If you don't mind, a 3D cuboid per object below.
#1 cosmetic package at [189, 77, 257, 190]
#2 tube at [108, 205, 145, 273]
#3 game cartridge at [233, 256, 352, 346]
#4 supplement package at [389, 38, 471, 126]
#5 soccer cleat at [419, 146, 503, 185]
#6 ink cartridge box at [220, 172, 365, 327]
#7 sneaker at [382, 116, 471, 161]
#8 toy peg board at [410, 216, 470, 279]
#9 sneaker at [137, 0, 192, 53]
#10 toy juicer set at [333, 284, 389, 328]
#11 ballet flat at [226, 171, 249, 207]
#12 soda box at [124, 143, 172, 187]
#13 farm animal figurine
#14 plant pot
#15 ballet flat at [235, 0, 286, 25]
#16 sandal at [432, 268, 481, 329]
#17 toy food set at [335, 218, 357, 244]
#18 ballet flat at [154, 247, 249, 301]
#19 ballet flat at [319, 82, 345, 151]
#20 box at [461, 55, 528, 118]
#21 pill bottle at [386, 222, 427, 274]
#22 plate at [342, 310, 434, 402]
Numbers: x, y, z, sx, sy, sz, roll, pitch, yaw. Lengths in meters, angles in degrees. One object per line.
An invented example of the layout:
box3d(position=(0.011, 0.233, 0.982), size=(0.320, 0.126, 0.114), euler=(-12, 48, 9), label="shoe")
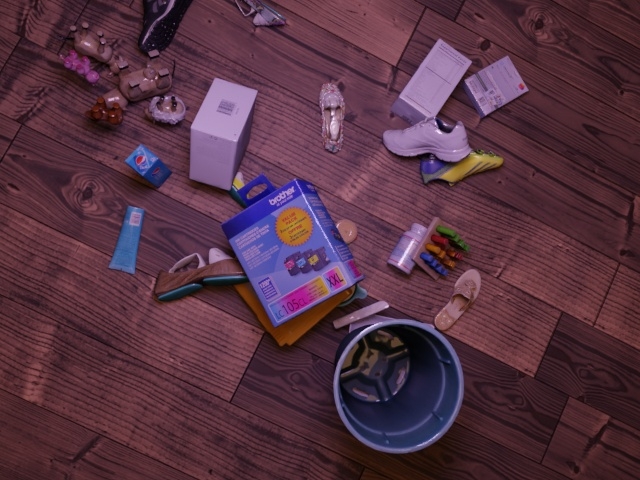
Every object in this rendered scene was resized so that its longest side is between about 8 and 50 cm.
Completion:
box3d(position=(-0.293, -0.315, 1.535), size=(0.138, 0.224, 0.223), euler=(16, 54, -4), label="cosmetic package")
box3d(position=(-0.600, -0.004, 1.608), size=(0.080, 0.052, 0.206), euler=(14, 90, 0), label="tube")
box3d(position=(-0.109, 0.125, 1.571), size=(0.285, 0.053, 0.323), euler=(-43, 78, 15), label="game cartridge")
box3d(position=(0.363, -0.511, 1.703), size=(0.139, 0.134, 0.244), euler=(35, 83, -3), label="supplement package")
box3d(position=(0.473, -0.246, 1.732), size=(0.290, 0.093, 0.121), euler=(-5, 112, -10), label="soccer cleat")
box3d(position=(-0.094, 0.006, 1.463), size=(0.270, 0.151, 0.395), euler=(-31, 82, 14), label="ink cartridge box")
box3d(position=(0.336, -0.339, 1.643), size=(0.297, 0.129, 0.111), euler=(10, 45, 30), label="sneaker")
box3d(position=(0.396, 0.036, 1.655), size=(0.161, 0.079, 0.160), euler=(38, 81, -39), label="toy peg board")
box3d(position=(-0.524, -0.732, 1.654), size=(0.124, 0.107, 0.283), euler=(26, 80, 11), label="sneaker")
box3d(position=(0.028, 0.165, 1.601), size=(0.329, 0.089, 0.209), euler=(45, 101, 0), label="toy juicer set")
box3d(position=(-0.298, -0.205, 1.644), size=(0.231, 0.077, 0.077), euler=(39, 66, 0), label="ballet flat")
box3d(position=(-0.513, -0.220, 1.548), size=(0.067, 0.210, 0.071), euler=(40, 84, -2), label="soda box")
box3d(position=(-0.609, -0.493, 1.590), size=(0.327, 0.172, 0.329), euler=(-11, 79, -19), label="farm animal figurine")
box3d(position=(0.184, 0.383, 1.474), size=(0.342, 0.334, 0.340), euler=(0, 86, -7), label="plant pot")
box3d(position=(-0.215, -0.765, 1.696), size=(0.221, 0.077, 0.079), euler=(41, 101, 3), label="ballet flat")
box3d(position=(0.467, 0.198, 1.691), size=(0.088, 0.079, 0.240), euler=(39, 83, -2), label="sandal")
box3d(position=(0.082, -0.028, 1.695), size=(0.083, 0.020, 0.083), euler=(6, 85, -6), label="toy food set")
box3d(position=(-0.355, 0.094, 1.572), size=(0.343, 0.116, 0.124), euler=(-15, 71, 15), label="ballet flat")
box3d(position=(0.044, -0.413, 1.690), size=(0.091, 0.077, 0.240), euler=(-5, 86, -6), label="ballet flat")
box3d(position=(0.604, -0.532, 1.779), size=(0.186, 0.038, 0.145), euler=(-31, 90, -6), label="box")
box3d(position=(0.292, 0.027, 1.680), size=(0.087, 0.087, 0.160), euler=(32, 83, -3), label="pill bottle")
box3d(position=(0.212, 0.386, 1.667), size=(0.278, 0.045, 0.277), euler=(11, 85, -6), label="plate")
